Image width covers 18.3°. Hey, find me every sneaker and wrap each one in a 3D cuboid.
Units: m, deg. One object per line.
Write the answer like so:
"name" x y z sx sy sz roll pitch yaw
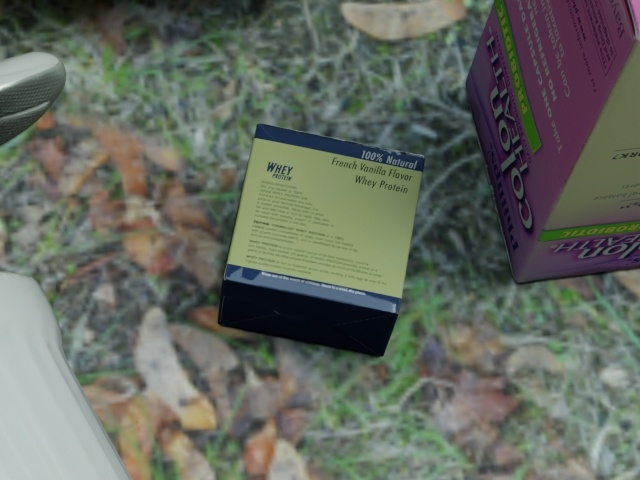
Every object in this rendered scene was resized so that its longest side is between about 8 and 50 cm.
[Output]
"sneaker" -0.197 -0.067 0.947 0.152 0.054 0.061 -20 67 -15

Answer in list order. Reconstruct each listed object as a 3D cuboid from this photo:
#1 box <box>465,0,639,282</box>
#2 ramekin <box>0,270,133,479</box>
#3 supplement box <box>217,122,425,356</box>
"box" 0.199 -0.093 0.902 0.213 0.243 0.117 -8 66 -10
"ramekin" -0.187 0.145 0.735 0.277 0.277 0.135 -31 80 -19
"supplement box" 0.000 0.000 0.938 0.083 0.056 0.083 11 65 -2
